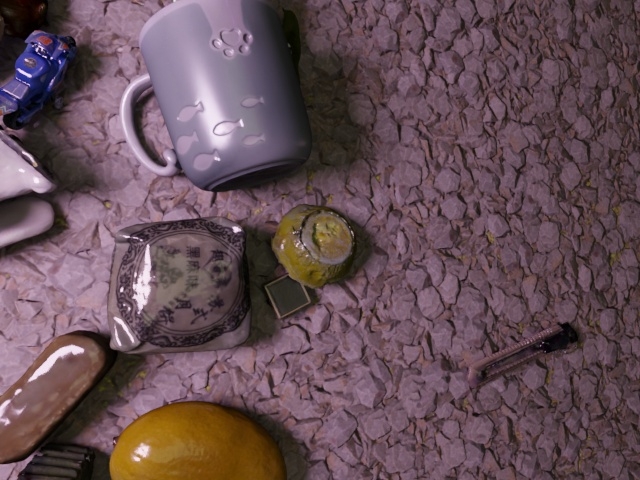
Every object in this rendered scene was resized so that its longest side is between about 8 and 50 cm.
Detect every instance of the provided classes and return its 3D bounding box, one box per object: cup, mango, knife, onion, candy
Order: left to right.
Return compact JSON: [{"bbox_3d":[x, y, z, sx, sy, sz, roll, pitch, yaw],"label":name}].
[{"bbox_3d":[-0.539,-0.422,0.715,0.118,0.118,0.117,11,79,-17],"label":"onion"},{"bbox_3d":[-0.460,0.259,0.694,0.102,0.104,0.234,40,75,-6],"label":"candy"},{"bbox_3d":[-0.208,0.400,0.753,0.331,0.142,0.195,16,86,-24],"label":"mango"},{"bbox_3d":[-0.203,-0.229,0.756,0.356,0.259,0.274,-17,92,13],"label":"cup"},{"bbox_3d":[0.525,0.293,1.044,0.365,0.043,0.089,-15,90,-18],"label":"knife"}]

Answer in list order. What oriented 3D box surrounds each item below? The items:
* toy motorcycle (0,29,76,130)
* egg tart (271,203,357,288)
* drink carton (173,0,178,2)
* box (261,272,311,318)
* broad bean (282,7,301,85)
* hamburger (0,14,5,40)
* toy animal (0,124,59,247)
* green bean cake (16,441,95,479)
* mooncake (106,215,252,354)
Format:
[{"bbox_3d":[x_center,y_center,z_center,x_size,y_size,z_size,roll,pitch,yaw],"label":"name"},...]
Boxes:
[{"bbox_3d":[-0.493,-0.286,0.714,0.076,0.114,0.205,30,77,-15],"label":"toy motorcycle"},{"bbox_3d":[0.000,0.000,0.862,0.197,0.078,0.197,10,67,-24],"label":"egg tart"},{"bbox_3d":[-0.183,-0.464,0.791,0.142,0.146,0.144,7,83,2],"label":"drink carton"},{"bbox_3d":[-0.074,0.113,0.864,0.083,0.035,0.079,-26,95,-19],"label":"box"},{"bbox_3d":[-0.068,-0.367,0.897,0.060,0.043,0.297,-2,88,-29],"label":"broad bean"},{"bbox_3d":[-0.615,-0.340,0.635,0.183,0.130,0.206,32,118,-23],"label":"hamburger"},{"bbox_3d":[-0.587,-0.090,0.644,0.289,0.174,0.249,-28,107,-19],"label":"toy animal"},{"bbox_3d":[-0.440,0.441,0.651,0.094,0.173,0.181,16,79,-15],"label":"green bean cake"},{"bbox_3d":[-0.256,0.083,0.756,0.250,0.136,0.254,-1,87,-22],"label":"mooncake"}]
